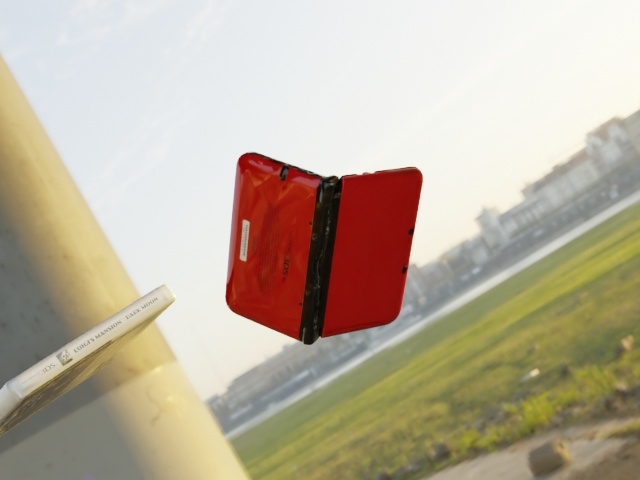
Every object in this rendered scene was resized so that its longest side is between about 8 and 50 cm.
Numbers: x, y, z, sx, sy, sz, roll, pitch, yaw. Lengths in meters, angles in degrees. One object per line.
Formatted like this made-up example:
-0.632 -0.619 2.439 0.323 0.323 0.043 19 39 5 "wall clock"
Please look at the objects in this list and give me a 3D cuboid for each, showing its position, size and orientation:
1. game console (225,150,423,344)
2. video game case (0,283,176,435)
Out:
0.000 0.000 0.866 0.085 0.124 0.144 -34 -41 -52 "game console"
-0.231 0.118 0.982 0.173 0.022 0.190 -35 -3 -39 "video game case"
